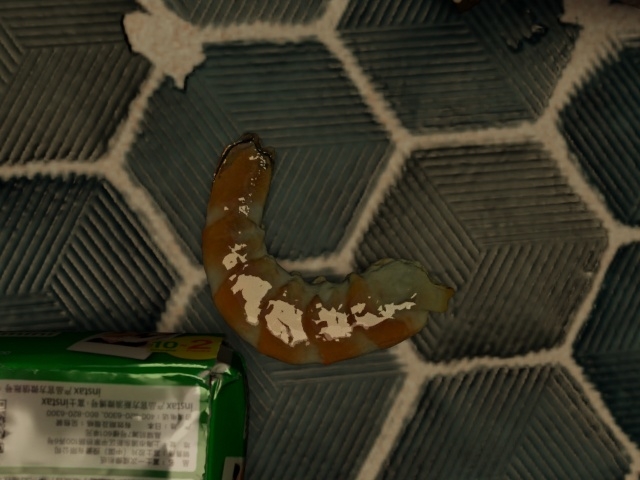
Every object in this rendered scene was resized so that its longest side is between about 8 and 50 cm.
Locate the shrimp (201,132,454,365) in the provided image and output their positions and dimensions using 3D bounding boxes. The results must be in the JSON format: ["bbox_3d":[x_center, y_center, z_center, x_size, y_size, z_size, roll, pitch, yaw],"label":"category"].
[{"bbox_3d":[0.000,0.000,0.465,0.161,0.049,0.165,-12,83,-3],"label":"shrimp"}]

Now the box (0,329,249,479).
[{"bbox_3d":[-0.140,0.180,0.422,0.180,0.103,0.249,4,88,-4],"label":"box"}]

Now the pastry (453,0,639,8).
[{"bbox_3d":[0.202,-0.191,0.413,0.265,0.103,0.112,-5,109,-30],"label":"pastry"}]

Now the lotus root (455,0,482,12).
[{"bbox_3d":[0.044,-0.284,0.413,0.075,0.170,0.260,-35,87,-7],"label":"lotus root"}]
